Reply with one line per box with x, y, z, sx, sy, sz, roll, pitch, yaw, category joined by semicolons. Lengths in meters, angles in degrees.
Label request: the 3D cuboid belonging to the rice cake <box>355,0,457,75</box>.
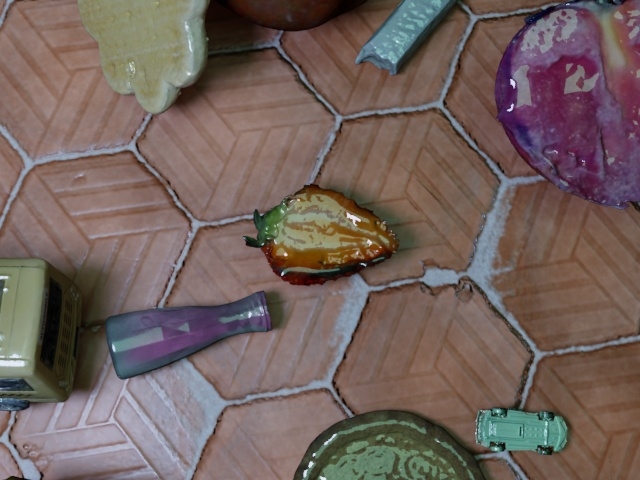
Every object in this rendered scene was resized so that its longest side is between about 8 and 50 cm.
0.138;-0.323;1.257;0.063;0.069;0.206;39;80;4;rice cake

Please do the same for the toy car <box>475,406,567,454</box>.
0.272;0.257;1.185;0.122;0.035;0.059;6;81;-9;toy car

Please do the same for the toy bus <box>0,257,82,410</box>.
-0.499;0.109;1.088;0.366;0.202;0.176;0;69;0;toy bus

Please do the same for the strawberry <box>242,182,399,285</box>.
-0.003;-0.001;1.193;0.192;0.085;0.140;-22;74;-10;strawberry

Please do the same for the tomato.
0.386;-0.197;1.197;0.335;0.176;0.289;-17;102;-3;tomato

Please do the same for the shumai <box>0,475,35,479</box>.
-0.347;0.451;1.015;0.398;0.324;0.323;14;64;20;shumai

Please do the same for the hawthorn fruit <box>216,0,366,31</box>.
-0.055;-0.430;1.172;0.308;0.325;0.308;-14;114;-33;hawthorn fruit

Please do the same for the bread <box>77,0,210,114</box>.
-0.234;-0.323;1.154;0.054;0.316;0.316;-20;81;-38;bread

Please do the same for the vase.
-0.173;0.119;1.174;0.214;0.086;0.086;-13;82;-8;vase

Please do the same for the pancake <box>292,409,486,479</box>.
0.094;0.372;1.162;0.286;0.033;0.288;9;81;-1;pancake
